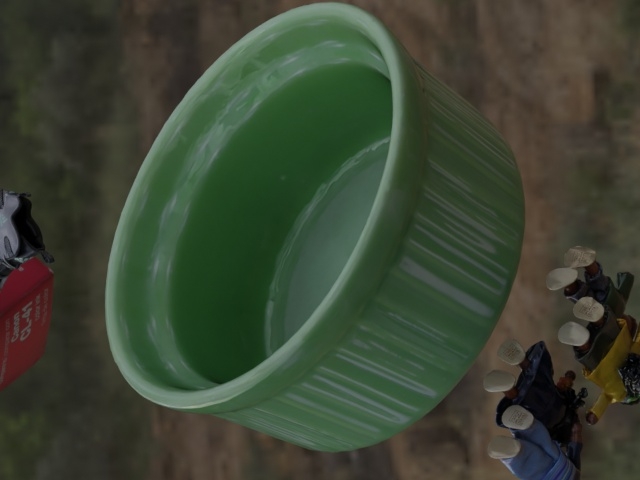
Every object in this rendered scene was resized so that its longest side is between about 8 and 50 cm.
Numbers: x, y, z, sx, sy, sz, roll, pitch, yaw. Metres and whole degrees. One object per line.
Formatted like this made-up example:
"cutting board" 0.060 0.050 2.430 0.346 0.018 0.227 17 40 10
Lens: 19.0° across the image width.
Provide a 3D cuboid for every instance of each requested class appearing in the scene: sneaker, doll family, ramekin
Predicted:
"sneaker" -0.198 0.015 1.195 0.038 0.069 0.098 -29 -56 -66
"doll family" 0.170 0.104 1.260 0.076 0.193 0.111 26 164 44
"ramekin" 0.000 0.000 1.338 0.303 0.148 0.303 -31 44 36

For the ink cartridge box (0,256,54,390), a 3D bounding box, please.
"ink cartridge box" -0.395 0.078 1.505 0.226 0.306 0.131 37 140 14
